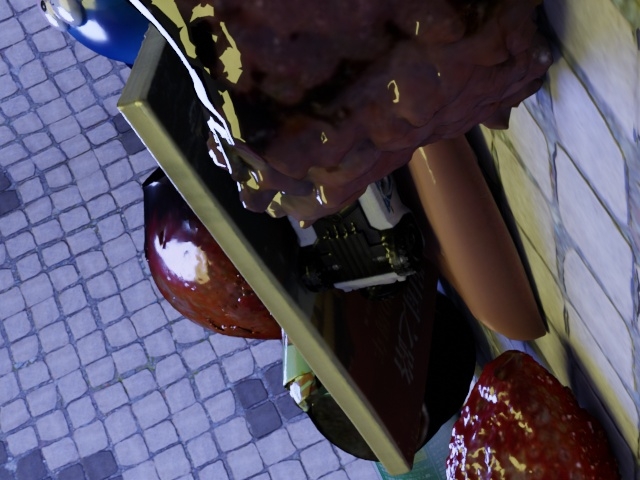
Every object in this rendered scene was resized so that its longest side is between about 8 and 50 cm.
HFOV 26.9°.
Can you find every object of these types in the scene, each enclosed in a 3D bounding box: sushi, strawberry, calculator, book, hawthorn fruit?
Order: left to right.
[{"bbox_3d":[-0.093,-0.018,1.776,0.316,0.316,0.316,64,177,7],"label":"hawthorn fruit"},{"bbox_3d":[-0.020,-0.142,0.618,0.270,0.171,0.236,60,177,-8],"label":"sushi"},{"bbox_3d":[-0.008,-0.040,0.991,0.374,0.028,0.262,55,-151,-32],"label":"book"},{"bbox_3d":[0.054,-0.089,0.913,0.329,0.048,0.220,65,178,-23],"label":"calculator"},{"bbox_3d":[0.134,0.154,0.879,0.148,0.131,0.131,57,-179,-33],"label":"strawberry"}]

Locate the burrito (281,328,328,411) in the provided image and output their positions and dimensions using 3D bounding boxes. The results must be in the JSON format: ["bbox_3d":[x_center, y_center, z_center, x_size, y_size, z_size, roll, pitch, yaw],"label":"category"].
[{"bbox_3d":[0.000,0.000,1.068,0.104,0.054,0.288,26,-129,-54],"label":"burrito"}]

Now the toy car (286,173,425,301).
[{"bbox_3d":[0.014,-0.030,0.883,0.070,0.080,0.170,-78,-32,-47],"label":"toy car"}]

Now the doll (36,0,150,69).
[{"bbox_3d":[-0.176,-0.316,1.309,0.284,0.240,0.310,-20,80,61],"label":"doll"}]

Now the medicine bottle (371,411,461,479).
[{"bbox_3d":[0.104,0.213,1.691,0.133,0.133,0.274,-122,8,-60],"label":"medicine bottle"}]

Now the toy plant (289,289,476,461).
[{"bbox_3d":[0.067,0.101,1.304,0.235,0.175,0.218,-71,-30,-54],"label":"toy plant"}]
